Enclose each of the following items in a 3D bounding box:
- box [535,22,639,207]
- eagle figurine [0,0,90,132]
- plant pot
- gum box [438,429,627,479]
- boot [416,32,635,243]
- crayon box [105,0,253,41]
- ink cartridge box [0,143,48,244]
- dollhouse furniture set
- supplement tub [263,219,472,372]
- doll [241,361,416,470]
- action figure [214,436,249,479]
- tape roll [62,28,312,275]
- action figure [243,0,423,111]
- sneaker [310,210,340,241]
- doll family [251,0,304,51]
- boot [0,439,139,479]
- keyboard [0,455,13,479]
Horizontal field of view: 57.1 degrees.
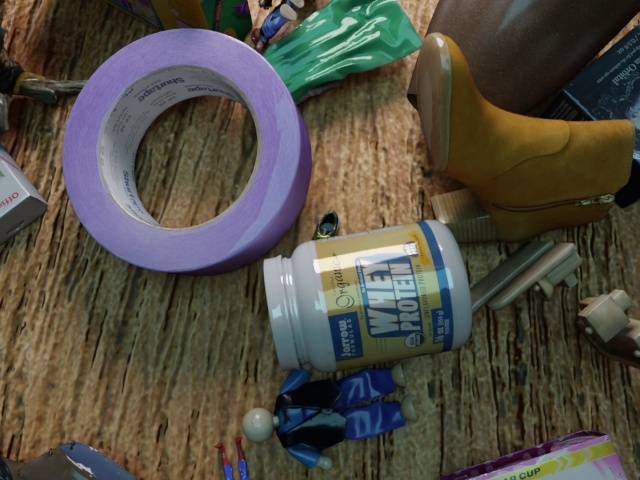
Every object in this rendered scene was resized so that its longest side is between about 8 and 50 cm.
[{"bbox_3d":[0.382,-0.154,0.708,0.156,0.093,0.158,-40,80,-8],"label":"box"},{"bbox_3d":[-0.407,-0.290,0.663,0.226,0.298,0.225,-30,55,-25],"label":"eagle figurine"},{"bbox_3d":[0.212,-0.234,0.688,0.215,0.215,0.230,37,94,9],"label":"plant pot"},{"bbox_3d":[0.225,0.282,0.618,0.188,0.062,0.107,-17,77,-3],"label":"gum box"},{"bbox_3d":[0.216,-0.106,0.610,0.211,0.295,0.104,-12,51,6],"label":"boot"},{"bbox_3d":[-0.229,-0.351,0.733,0.278,0.165,0.081,31,79,8],"label":"crayon box"},{"bbox_3d":[-0.414,-0.064,0.725,0.088,0.052,0.122,-40,80,-8],"label":"ink cartridge box"},{"bbox_3d":[0.254,0.098,0.637,0.123,0.144,0.151,-38,93,-3],"label":"dollhouse furniture set"},{"bbox_3d":[0.048,0.062,0.635,0.199,0.144,0.145,-11,76,-1],"label":"supplement tub"},{"bbox_3d":[0.005,0.186,0.656,0.188,0.046,0.129,-14,67,0],"label":"doll"},{"bbox_3d":[-0.088,0.279,0.646,0.038,0.030,0.115,-16,78,-8],"label":"action figure"},{"bbox_3d":[-0.151,-0.097,0.686,0.274,0.090,0.275,-1,83,7],"label":"tape roll"},{"bbox_3d":[-0.002,-0.236,0.752,0.232,0.063,0.137,-32,79,1],"label":"action figure"},{"bbox_3d":[0.000,0.000,0.707,0.031,0.035,0.083,16,77,6],"label":"sneaker"},{"bbox_3d":[-0.040,-0.325,0.756,0.076,0.111,0.193,47,66,-22],"label":"doll family"},{"bbox_3d":[-0.298,0.260,0.646,0.219,0.082,0.106,31,53,18],"label":"boot"},{"bbox_3d":[-0.361,0.267,0.590,0.201,0.033,0.317,-40,83,27],"label":"keyboard"}]
